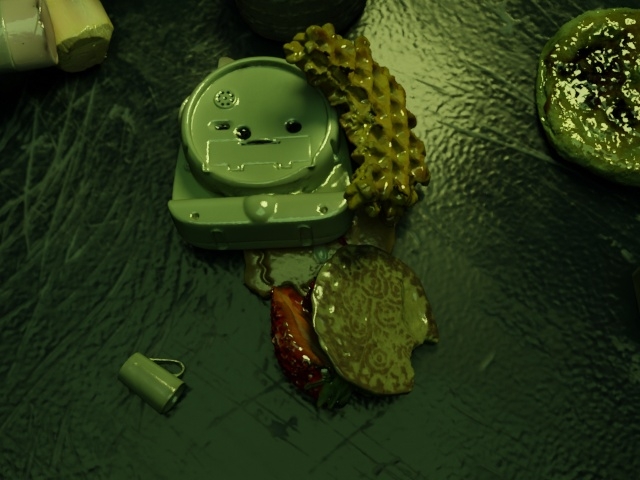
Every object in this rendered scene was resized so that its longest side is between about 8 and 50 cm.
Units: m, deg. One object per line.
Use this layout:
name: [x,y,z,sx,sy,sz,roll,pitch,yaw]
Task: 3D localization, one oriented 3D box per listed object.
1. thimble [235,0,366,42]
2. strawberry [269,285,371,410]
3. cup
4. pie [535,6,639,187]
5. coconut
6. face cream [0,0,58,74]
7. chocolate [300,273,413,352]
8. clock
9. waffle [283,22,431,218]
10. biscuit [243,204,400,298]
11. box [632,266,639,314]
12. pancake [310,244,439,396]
thimble: [-0.030,-0.433,1.351,0.236,0.172,0.205,-17,73,-4]
strawberry: [-0.017,0.159,1.224,0.192,0.140,0.085,37,116,-9]
cup: [-0.233,0.192,1.236,0.083,0.054,0.075,35,78,9]
pie: [0.484,-0.234,1.366,0.323,0.070,0.323,0,74,-1]
coconut: [-0.384,-0.331,1.343,0.116,0.116,0.122,-27,77,-8]
face cream: [-0.516,-0.282,1.246,0.269,0.073,0.107,-10,95,-5]
chocolate: [0.056,0.119,1.248,0.182,0.028,0.086,41,43,-4]
clock: [-0.088,-0.148,1.287,0.265,0.108,0.324,-4,66,2]
waffle: [0.072,-0.174,1.253,0.069,0.260,0.292,-24,86,31]
biscuit: [0.000,-0.001,1.305,0.249,0.035,0.184,-10,76,-5]
box: [0.508,0.081,1.282,0.084,0.069,0.122,-6,76,-5]
pancake: [0.078,0.107,1.222,0.212,0.029,0.235,51,46,-3]
